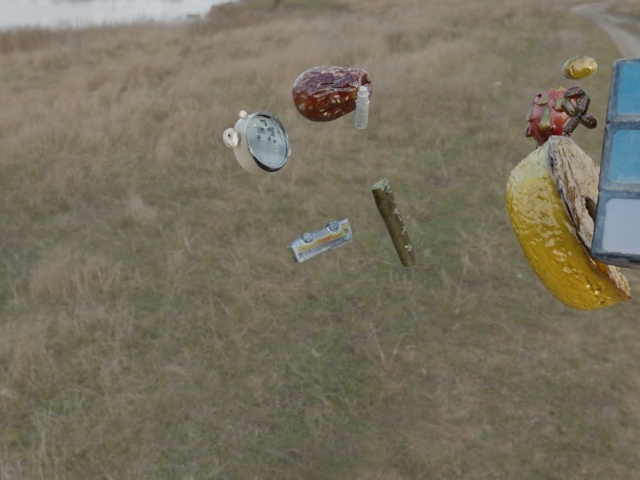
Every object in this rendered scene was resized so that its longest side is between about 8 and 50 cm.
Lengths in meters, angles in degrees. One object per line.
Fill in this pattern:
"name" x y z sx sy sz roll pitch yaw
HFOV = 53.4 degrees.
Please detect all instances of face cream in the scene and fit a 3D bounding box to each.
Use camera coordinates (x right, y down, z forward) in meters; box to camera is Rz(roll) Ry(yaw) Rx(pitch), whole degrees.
"face cream" 0.107 -0.342 1.634 0.034 0.130 0.034 0 57 1
"face cream" 0.575 -0.383 1.420 0.072 0.051 0.182 0 13 17

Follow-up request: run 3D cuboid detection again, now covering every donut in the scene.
"donut" 0.574 -0.051 1.474 0.163 0.377 0.435 -30 -1 37

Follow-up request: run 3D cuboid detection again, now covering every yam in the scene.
"yam" 0.214 -0.045 1.816 0.061 0.274 0.061 -21 23 9

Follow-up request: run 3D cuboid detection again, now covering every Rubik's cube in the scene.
"Rubik's cube" 0.678 -0.101 1.083 0.362 0.363 0.359 11 -2 30

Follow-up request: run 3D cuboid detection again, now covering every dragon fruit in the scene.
"dragon fruit" 0.602 -0.301 1.664 0.133 0.208 0.150 15 23 11

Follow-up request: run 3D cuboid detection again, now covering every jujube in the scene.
"jujube" 0.037 -0.476 2.052 0.255 0.190 0.190 -1 19 31

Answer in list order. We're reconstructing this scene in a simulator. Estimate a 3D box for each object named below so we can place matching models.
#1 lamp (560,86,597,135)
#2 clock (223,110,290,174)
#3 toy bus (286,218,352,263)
"lamp" 0.465 -0.239 1.162 0.063 0.083 0.031 -13 3 12
"clock" -0.145 -0.244 1.587 0.063 0.156 0.229 -6 -7 38
"toy bus" 0.000 0.000 1.813 0.190 0.075 0.064 -23 0 -19
